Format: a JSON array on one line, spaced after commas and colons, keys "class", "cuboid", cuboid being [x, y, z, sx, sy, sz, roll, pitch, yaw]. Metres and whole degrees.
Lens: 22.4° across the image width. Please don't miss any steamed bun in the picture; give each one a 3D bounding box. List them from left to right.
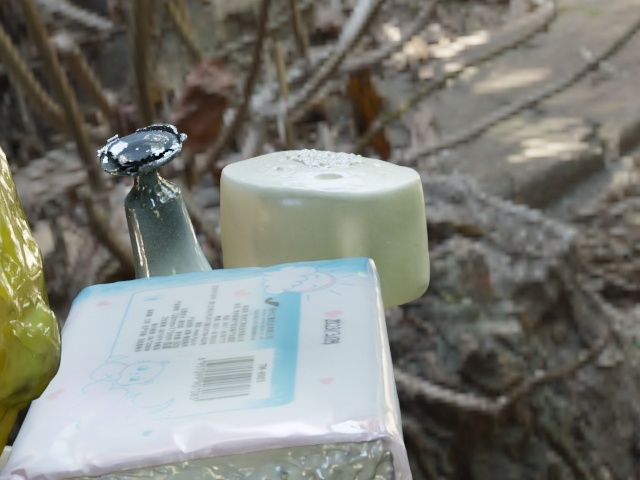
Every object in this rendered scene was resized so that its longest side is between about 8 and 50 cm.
[{"class": "steamed bun", "cuboid": [0.000, 0.000, 1.909, 0.250, 0.200, 0.155, 3, 17, 14]}]

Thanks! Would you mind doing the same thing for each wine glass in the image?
[{"class": "wine glass", "cuboid": [-0.119, -0.004, 1.228, 0.072, 0.155, 0.072, -9, 30, 5]}]

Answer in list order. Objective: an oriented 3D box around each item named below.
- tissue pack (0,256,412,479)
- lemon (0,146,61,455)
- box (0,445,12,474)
[{"class": "tissue pack", "cuboid": [-0.052, 0.107, 0.885, 0.201, 0.124, 0.271, -10, 17, 4]}, {"class": "lemon", "cuboid": [-0.292, 0.018, 0.696, 0.336, 0.336, 0.336, -5, 33, 3]}, {"class": "box", "cuboid": [-0.327, 0.158, 1.113, 0.201, 0.058, 0.141, 4, -7, 12]}]
